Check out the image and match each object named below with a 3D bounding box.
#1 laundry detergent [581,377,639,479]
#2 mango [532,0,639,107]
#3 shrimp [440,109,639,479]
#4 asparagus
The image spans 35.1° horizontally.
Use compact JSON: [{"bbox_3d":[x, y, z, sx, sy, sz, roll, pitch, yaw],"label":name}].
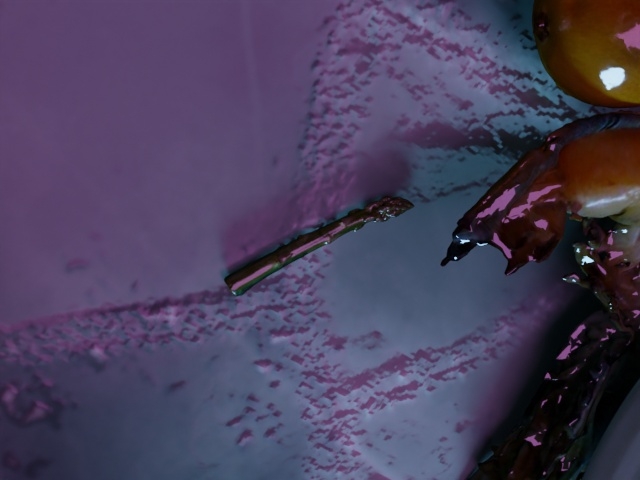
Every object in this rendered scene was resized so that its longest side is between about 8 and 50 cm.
[{"bbox_3d":[0.292,0.124,0.616,0.280,0.105,0.215,10,118,-45],"label":"laundry detergent"},{"bbox_3d":[0.181,-0.132,0.543,0.159,0.084,0.105,-24,95,-27],"label":"mango"},{"bbox_3d":[0.134,0.055,0.568,0.222,0.054,0.290,24,102,-38],"label":"shrimp"},{"bbox_3d":[0.000,0.000,0.555,0.114,0.014,0.015,-26,144,-8],"label":"asparagus"}]
